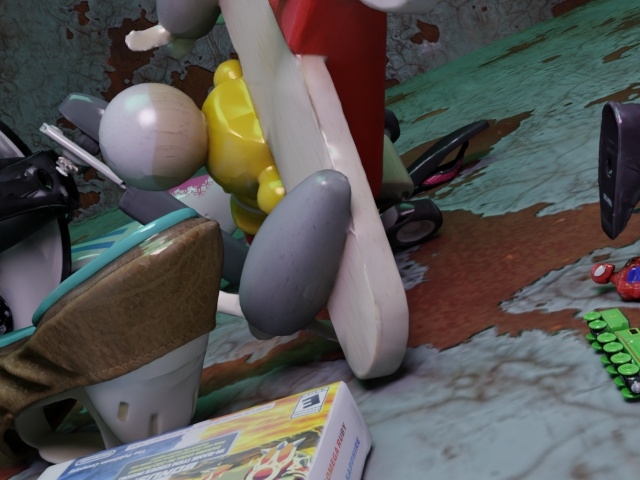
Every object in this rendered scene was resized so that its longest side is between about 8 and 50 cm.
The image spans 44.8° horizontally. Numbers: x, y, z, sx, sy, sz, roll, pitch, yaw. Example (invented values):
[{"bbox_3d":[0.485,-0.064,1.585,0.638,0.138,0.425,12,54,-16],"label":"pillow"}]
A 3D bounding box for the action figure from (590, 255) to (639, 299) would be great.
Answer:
[{"bbox_3d":[0.205,0.015,0.433,0.115,0.030,0.038,-13,22,47],"label":"action figure"}]

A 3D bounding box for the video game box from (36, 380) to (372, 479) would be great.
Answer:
[{"bbox_3d":[-0.088,0.154,0.362,0.205,0.048,0.187,-20,16,18],"label":"video game box"}]

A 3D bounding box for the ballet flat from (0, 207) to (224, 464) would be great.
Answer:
[{"bbox_3d":[-0.156,0.091,0.536,0.342,0.124,0.116,-27,-3,40],"label":"ballet flat"}]

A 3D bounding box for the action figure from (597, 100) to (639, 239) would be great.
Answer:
[{"bbox_3d":[0.294,-0.056,0.383,0.285,0.099,0.185,-6,11,3],"label":"action figure"}]

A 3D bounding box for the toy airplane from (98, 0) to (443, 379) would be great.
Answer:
[{"bbox_3d":[-0.043,-0.116,0.606,0.273,0.384,0.386,-15,14,-6],"label":"toy airplane"}]

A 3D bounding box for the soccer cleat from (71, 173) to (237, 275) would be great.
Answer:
[{"bbox_3d":[-0.223,0.023,1.029,0.331,0.116,0.143,-30,30,-16],"label":"soccer cleat"}]

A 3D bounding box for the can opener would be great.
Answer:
[{"bbox_3d":[-0.184,-0.055,0.855,0.093,0.280,0.074,-52,7,-5],"label":"can opener"}]

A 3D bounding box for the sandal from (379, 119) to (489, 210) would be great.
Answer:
[{"bbox_3d":[0.133,-0.082,0.939,0.179,0.040,0.067,-39,8,-2],"label":"sandal"}]

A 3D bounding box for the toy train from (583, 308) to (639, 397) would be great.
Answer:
[{"bbox_3d":[0.153,0.055,0.390,0.024,0.017,0.083,-12,15,7],"label":"toy train"}]

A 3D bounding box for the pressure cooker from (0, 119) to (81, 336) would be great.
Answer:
[{"bbox_3d":[-0.477,0.026,0.824,0.421,0.376,0.369,-19,52,37],"label":"pressure cooker"}]

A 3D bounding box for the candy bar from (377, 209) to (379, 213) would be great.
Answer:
[{"bbox_3d":[0.000,0.000,0.876,0.162,0.018,0.040,-31,15,-23],"label":"candy bar"}]
